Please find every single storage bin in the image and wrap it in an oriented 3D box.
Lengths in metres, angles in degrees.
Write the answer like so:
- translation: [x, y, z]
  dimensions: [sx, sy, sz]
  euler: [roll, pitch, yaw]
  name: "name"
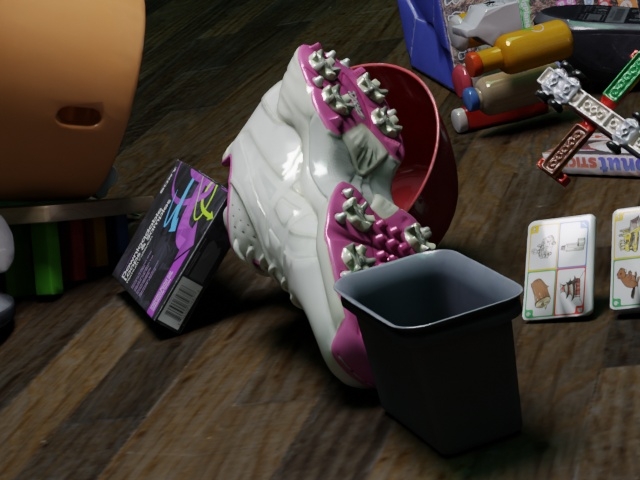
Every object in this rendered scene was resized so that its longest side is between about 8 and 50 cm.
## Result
- translation: [0.077, 0.067, 1.132]
  dimensions: [0.098, 0.091, 0.135]
  euler: [-17, 17, -16]
  name: "storage bin"

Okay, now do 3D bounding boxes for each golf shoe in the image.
- translation: [0.000, 0.000, 1.318]
  dimensions: [0.140, 0.115, 0.306]
  euler: [-39, 38, 27]
  name: "golf shoe"

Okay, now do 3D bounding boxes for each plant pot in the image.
- translation: [-0.278, -0.153, 1.606]
  dimensions: [0.203, 0.291, 0.291]
  euler: [12, 8, -20]
  name: "plant pot"

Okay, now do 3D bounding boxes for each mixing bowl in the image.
- translation: [0.040, -0.037, 1.445]
  dimensions: [0.181, 0.098, 0.181]
  euler: [-21, 51, 28]
  name: "mixing bowl"

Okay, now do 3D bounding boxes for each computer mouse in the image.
- translation: [0.350, -0.192, 1.886]
  dimensions: [0.272, 0.072, 0.188]
  euler: [6, 19, 17]
  name: "computer mouse"

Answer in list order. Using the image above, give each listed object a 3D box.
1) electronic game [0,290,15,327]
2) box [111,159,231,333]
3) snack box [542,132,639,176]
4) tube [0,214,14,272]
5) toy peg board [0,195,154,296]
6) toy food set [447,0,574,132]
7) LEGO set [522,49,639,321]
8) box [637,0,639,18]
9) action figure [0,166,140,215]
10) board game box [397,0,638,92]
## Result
- translation: [-0.365, 0.073, 1.516]
  dimensions: [0.229, 0.048, 0.229]
  euler: [-8, 9, 1]
  name: "electronic game"
- translation: [-0.114, 0.002, 1.486]
  dimensions: [0.029, 0.116, 0.162]
  euler: [30, 1, -21]
  name: "box"
- translation: [0.280, -0.074, 1.594]
  dimensions: [0.064, 0.022, 0.178]
  euler: [-24, 19, -40]
  name: "snack box"
- translation: [-0.359, 0.018, 1.561]
  dimensions: [0.207, 0.052, 0.080]
  euler: [-11, -2, 23]
  name: "tube"
- translation: [-0.256, 0.007, 1.655]
  dimensions: [0.161, 0.079, 0.160]
  euler: [-2, 3, 30]
  name: "toy peg board"
- translation: [0.163, -0.175, 1.864]
  dimensions: [0.104, 0.111, 0.232]
  euler: [-16, 19, -15]
  name: "toy food set"
- translation: [0.239, -0.057, 1.307]
  dimensions: [0.182, 0.244, 0.060]
  euler: [-8, -27, 27]
  name: "LEGO set"
- translation: [0.482, -0.273, 1.313]
  dimensions: [0.480, 0.472, 0.297]
  euler: [2, 20, 42]
  name: "box"
- translation: [-0.300, -0.054, 1.828]
  dimensions: [0.232, 0.063, 0.137]
  euler: [-4, -26, 44]
  name: "action figure"
- translation: [0.253, -0.282, 2.118]
  dimensions: [0.291, 0.141, 0.232]
  euler: [-15, 16, -8]
  name: "board game box"
